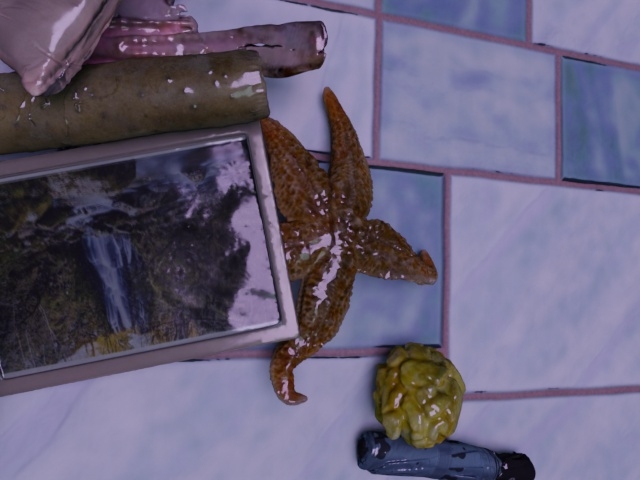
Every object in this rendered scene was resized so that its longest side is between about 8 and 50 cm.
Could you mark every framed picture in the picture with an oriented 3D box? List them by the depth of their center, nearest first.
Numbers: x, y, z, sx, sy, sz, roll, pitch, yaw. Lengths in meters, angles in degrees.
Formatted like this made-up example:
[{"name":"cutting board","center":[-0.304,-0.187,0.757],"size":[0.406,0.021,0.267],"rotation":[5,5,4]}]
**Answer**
[{"name":"framed picture","center":[-0.198,0.015,0.509],"size":[0.324,0.020,0.240],"rotation":[-9,89,-4]}]

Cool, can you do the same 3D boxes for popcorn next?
[{"name":"popcorn","center":[0.119,0.188,0.602],"size":[0.116,0.120,0.106],"rotation":[-41,139,8]}]

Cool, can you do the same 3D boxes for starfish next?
[{"name":"starfish","center":[0.005,-0.001,0.579],"size":[0.327,0.094,0.375],"rotation":[22,75,-13]}]

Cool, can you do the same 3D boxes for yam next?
[{"name":"yam","center":[-0.236,-0.129,0.478],"size":[0.371,0.083,0.083],"rotation":[-5,88,-3]}]

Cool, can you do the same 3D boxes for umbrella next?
[{"name":"umbrella","center":[0.163,0.283,0.630],"size":[0.250,0.052,0.053],"rotation":[15,84,-16]}]

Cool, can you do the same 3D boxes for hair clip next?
[{"name":"hair clip","center":[-0.143,-0.201,0.533],"size":[0.300,0.069,0.173],"rotation":[0,101,-1]}]

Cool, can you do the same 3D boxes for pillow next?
[{"name":"pillow","center":[-0.291,-0.250,0.462],"size":[0.270,0.067,0.173],"rotation":[30,84,20]}]

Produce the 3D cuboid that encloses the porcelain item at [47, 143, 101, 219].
[{"name":"porcelain item","center":[-0.254,-0.084,0.537],"size":[0.136,0.021,0.075],"rotation":[-44,100,-15]}]
